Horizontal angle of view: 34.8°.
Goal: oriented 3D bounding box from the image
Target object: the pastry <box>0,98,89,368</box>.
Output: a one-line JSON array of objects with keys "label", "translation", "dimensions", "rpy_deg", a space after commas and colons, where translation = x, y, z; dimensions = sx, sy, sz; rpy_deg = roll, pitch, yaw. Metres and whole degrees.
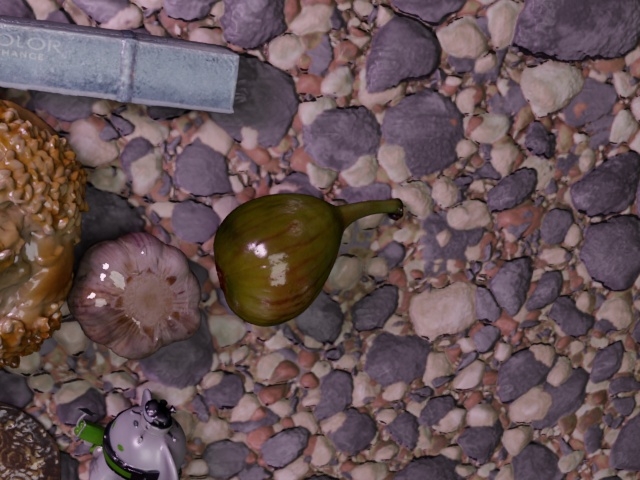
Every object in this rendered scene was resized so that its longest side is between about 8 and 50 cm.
[{"label": "pastry", "translation": [-0.359, 0.008, 1.055], "dimensions": [0.255, 0.162, 0.311], "rpy_deg": [-2, 115, -48]}]

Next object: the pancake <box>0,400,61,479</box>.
[{"label": "pancake", "translation": [-0.408, 0.290, 1.239], "dimensions": [0.190, 0.020, 0.184], "rpy_deg": [-28, 114, -9]}]

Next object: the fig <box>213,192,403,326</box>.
[{"label": "fig", "translation": [0.000, 0.000, 1.211], "dimensions": [0.259, 0.151, 0.151], "rpy_deg": [-22, 113, -14]}]

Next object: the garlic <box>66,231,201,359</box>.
[{"label": "garlic", "translation": [-0.217, 0.063, 1.183], "dimensions": [0.159, 0.102, 0.147], "rpy_deg": [8, 91, -32]}]

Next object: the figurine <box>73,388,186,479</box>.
[{"label": "figurine", "translation": [-0.219, 0.266, 1.238], "dimensions": [0.126, 0.147, 0.192], "rpy_deg": [-3, 129, -36]}]

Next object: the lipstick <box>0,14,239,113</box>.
[{"label": "lipstick", "translation": [-0.236, -0.191, 1.104], "dimensions": [0.289, 0.076, 0.078], "rpy_deg": [4, 107, -19]}]
